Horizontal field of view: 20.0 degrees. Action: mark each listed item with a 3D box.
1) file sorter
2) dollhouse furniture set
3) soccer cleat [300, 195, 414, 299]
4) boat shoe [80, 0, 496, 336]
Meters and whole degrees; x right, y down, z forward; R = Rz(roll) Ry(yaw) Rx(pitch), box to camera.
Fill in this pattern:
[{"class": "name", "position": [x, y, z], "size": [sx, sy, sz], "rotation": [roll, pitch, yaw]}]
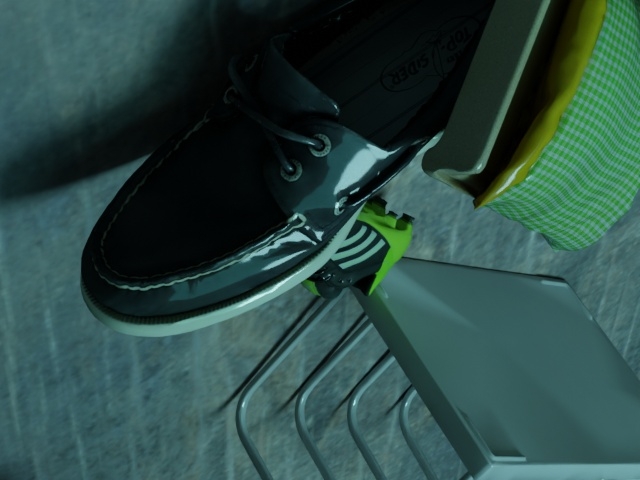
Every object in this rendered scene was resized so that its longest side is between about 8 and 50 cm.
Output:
[{"class": "file sorter", "position": [0.107, 0.145, 1.362], "size": [0.277, 0.193, 0.173], "rotation": [8, 132, -49]}, {"class": "dollhouse furniture set", "position": [0.206, -0.129, 0.997], "size": [0.197, 0.151, 0.301], "rotation": [20, 91, -54]}, {"class": "soccer cleat", "position": [0.000, 0.000, 1.177], "size": [0.179, 0.060, 0.072], "rotation": [16, 104, -56]}, {"class": "boat shoe", "position": [0.003, -0.076, 1.018], "size": [0.340, 0.127, 0.113], "rotation": [-30, 148, -11]}]
